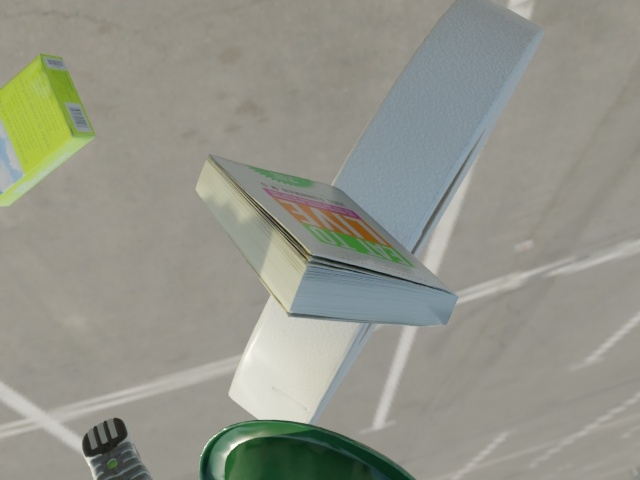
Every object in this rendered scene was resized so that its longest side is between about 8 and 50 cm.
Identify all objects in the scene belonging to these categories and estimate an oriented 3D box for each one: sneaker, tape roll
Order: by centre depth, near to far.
[{"bbox_3d":[0.055,-0.018,0.963,0.392,0.072,0.392,-58,174,-9],"label":"tape roll"},{"bbox_3d":[-0.230,0.333,1.474,0.086,0.228,0.132,-24,124,0],"label":"sneaker"}]

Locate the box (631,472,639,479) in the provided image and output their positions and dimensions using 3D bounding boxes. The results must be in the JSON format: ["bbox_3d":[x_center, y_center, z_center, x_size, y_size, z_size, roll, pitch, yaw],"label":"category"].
[{"bbox_3d":[0.305,0.302,0.925,0.345,0.168,0.215,-56,-175,40],"label":"box"}]

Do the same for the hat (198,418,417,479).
[{"bbox_3d":[-0.019,0.235,0.711,0.208,0.183,0.173,10,132,21],"label":"hat"}]

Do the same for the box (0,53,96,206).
[{"bbox_3d":[-0.341,-0.117,1.326,0.178,0.109,0.042,-32,165,28],"label":"box"}]

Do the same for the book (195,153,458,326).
[{"bbox_3d":[0.000,0.000,0.647,0.096,0.144,0.035,11,109,-32],"label":"book"}]
